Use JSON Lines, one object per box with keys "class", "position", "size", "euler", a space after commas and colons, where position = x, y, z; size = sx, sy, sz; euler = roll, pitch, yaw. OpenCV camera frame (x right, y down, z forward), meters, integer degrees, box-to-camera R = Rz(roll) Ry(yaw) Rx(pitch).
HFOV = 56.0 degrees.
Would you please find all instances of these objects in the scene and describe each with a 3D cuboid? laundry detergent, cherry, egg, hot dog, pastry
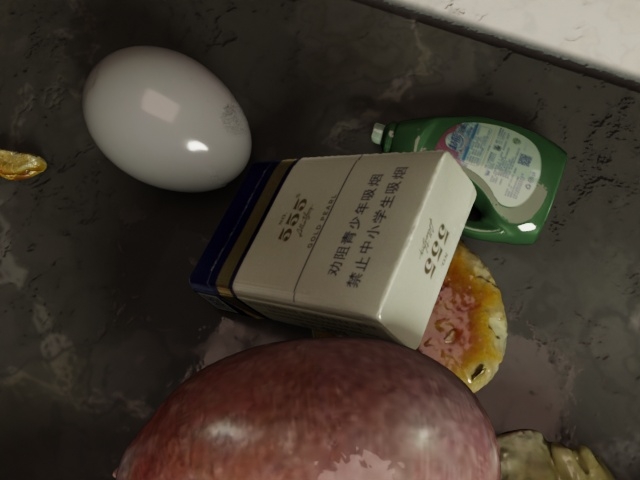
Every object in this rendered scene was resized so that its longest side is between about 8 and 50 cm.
{"class": "laundry detergent", "position": [0.153, -0.079, 0.673], "size": [0.211, 0.063, 0.137], "euler": [20, 80, 10]}
{"class": "cherry", "position": [-0.002, 0.191, 0.456], "size": [0.307, 0.261, 0.221], "euler": [9, 31, 6]}
{"class": "egg", "position": [-0.168, -0.131, 0.665], "size": [0.199, 0.146, 0.146], "euler": [35, 77, 5]}
{"class": "hot dog", "position": [-0.377, -0.091, 0.726], "size": [0.090, 0.030, 0.034], "euler": [9, 80, 6]}
{"class": "pastry", "position": [0.087, 0.087, 0.603], "size": [0.192, 0.093, 0.182], "euler": [-17, 73, -2]}

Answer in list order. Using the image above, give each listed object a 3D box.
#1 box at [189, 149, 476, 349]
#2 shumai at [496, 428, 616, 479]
{"class": "box", "position": [0.000, 0.000, 0.576], "size": [0.259, 0.071, 0.168], "euler": [4, 61, 46]}
{"class": "shumai", "position": [0.228, 0.330, 0.505], "size": [0.346, 0.217, 0.283], "euler": [-22, 39, -15]}
